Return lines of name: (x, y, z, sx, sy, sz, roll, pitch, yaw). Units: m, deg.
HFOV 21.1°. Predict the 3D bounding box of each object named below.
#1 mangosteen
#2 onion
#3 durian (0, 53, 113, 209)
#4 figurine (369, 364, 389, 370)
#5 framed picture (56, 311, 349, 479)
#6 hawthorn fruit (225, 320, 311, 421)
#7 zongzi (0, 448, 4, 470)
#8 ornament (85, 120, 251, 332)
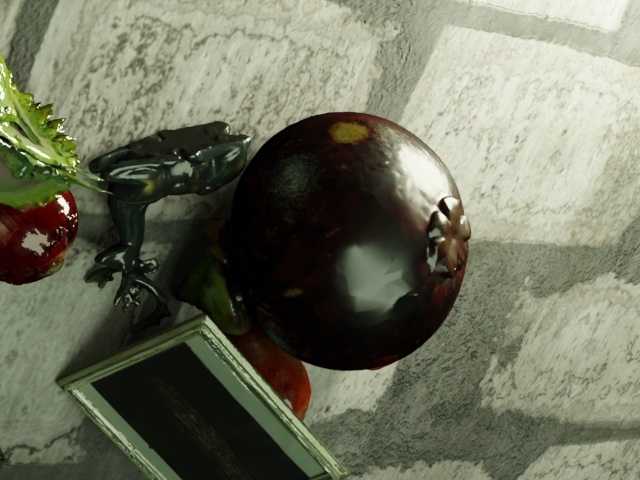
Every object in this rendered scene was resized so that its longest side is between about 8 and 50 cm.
mangosteen: (0.000, 0.000, 2.024, 0.306, 0.359, 0.306, -3, 94, -61)
onion: (-0.312, -0.015, 1.775, 0.131, 0.131, 0.131, -27, 136, -29)
durian: (-0.360, -0.139, 1.590, 0.158, 0.169, 0.352, -43, 138, -7)
figurine: (0.056, 0.134, 2.315, 0.068, 0.075, 0.140, -54, 140, 2)
framed picture: (-0.140, 0.226, 2.033, 0.231, 0.018, 0.293, -25, 121, 26)
hawthorn fruit: (-0.089, 0.193, 2.109, 0.179, 0.200, 0.179, -19, 122, -33)
zongzi: (-0.467, 0.259, 1.887, 0.178, 0.081, 0.189, -46, 137, 9)
ornament: (-0.176, -0.011, 1.961, 0.202, 0.080, 0.236, -17, 128, -33)
